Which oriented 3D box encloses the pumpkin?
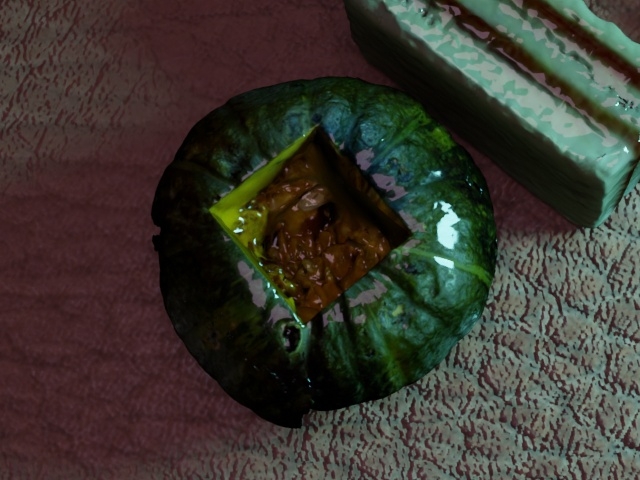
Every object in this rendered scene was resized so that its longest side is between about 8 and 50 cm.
[{"bbox_3d":[0.000,0.000,1.401,0.320,0.192,0.320,-1,77,6],"label":"pumpkin"}]

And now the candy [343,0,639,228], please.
[{"bbox_3d":[0.171,-0.161,1.423,0.320,0.179,0.135,41,84,10],"label":"candy"}]
